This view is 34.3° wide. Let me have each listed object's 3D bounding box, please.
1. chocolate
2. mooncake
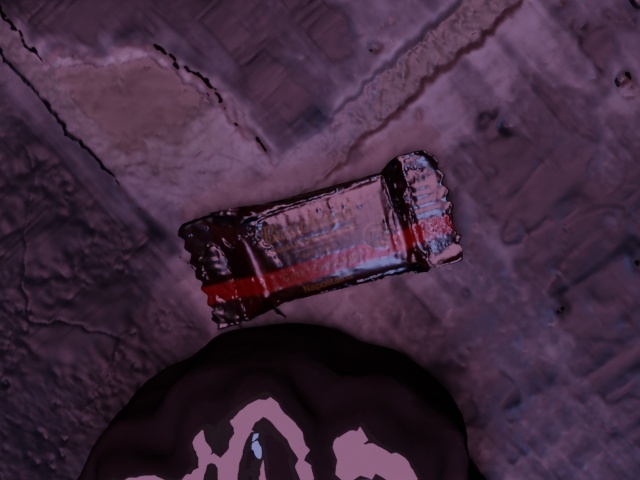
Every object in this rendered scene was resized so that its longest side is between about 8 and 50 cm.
[{"bbox_3d":[0.000,0.000,0.684,0.182,0.028,0.086,-19,103,10],"label":"chocolate"},{"bbox_3d":[-0.023,0.197,0.660,0.283,0.141,0.283,1,97,4],"label":"mooncake"}]
